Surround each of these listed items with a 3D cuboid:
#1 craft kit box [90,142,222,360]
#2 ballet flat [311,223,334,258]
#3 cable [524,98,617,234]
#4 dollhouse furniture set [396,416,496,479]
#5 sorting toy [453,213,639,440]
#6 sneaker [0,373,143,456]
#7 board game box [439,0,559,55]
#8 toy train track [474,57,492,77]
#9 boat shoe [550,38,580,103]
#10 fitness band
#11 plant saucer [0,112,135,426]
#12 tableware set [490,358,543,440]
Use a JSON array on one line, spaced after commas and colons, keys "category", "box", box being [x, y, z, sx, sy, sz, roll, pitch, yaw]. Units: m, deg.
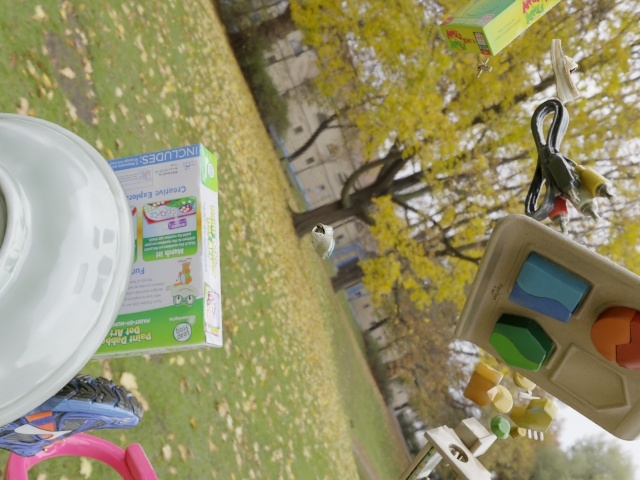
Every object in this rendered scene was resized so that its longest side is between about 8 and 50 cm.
[{"category": "craft kit box", "box": [-0.248, 0.021, 0.778, 0.061, 0.249, 0.247, 48, 37, -68]}, {"category": "ballet flat", "box": [0.000, 0.000, 1.456, 0.052, 0.057, 0.168, 28, 13, -7]}, {"category": "cable", "box": [0.416, -0.128, 1.106, 0.072, 0.139, 0.287, 33, 37, -25]}, {"category": "dollhouse furniture set", "box": [0.177, 0.368, 0.915, 0.161, 0.182, 0.101, 7, 31, -51]}, {"category": "sorting toy", "box": [0.254, 0.132, 0.671, 0.229, 0.041, 0.307, 30, -39, 21]}, {"category": "sneaker", "box": [-0.330, 0.216, 0.758, 0.083, 0.221, 0.087, -137, -128, -74]}, {"category": "board game box", "box": [0.258, -0.320, 0.833, 0.043, 0.181, 0.092, 55, -10, -31]}, {"category": "toy train track", "box": [0.353, -0.377, 1.357, 0.014, 0.048, 0.083, 25, 15, -12]}, {"category": "boat shoe", "box": [0.640, -0.445, 1.629, 0.063, 0.059, 0.170, -9, 89, -61]}, {"category": "fitness band", "box": [-0.351, 0.373, 0.924, 0.291, 0.209, 0.054, 31, -70, 54]}, {"category": "plant saucer", "box": [-0.414, 0.010, 0.683, 0.100, 0.400, 0.400, 87, -21, -67]}, {"category": "tableware set", "box": [0.328, 0.266, 1.073, 0.024, 0.104, 0.154, 128, -29, -55]}]
